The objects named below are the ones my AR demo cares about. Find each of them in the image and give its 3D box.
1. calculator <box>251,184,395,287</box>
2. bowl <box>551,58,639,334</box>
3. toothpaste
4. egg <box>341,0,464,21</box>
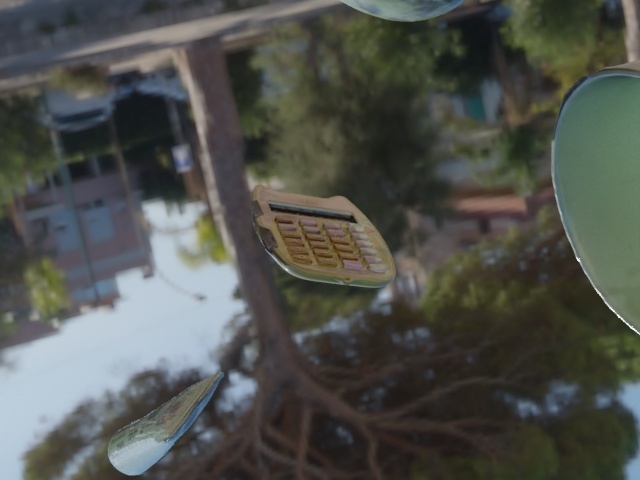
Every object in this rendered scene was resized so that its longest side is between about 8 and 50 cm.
[{"bbox_3d":[0.000,0.000,1.584,0.157,0.033,0.236,9,-158,-18],"label":"calculator"},{"bbox_3d":[0.383,-0.045,1.351,0.163,0.307,0.307,-20,-170,-23],"label":"bowl"},{"bbox_3d":[-0.125,0.149,1.047,0.064,0.041,0.218,-51,-175,-29],"label":"toothpaste"},{"bbox_3d":[0.071,-0.462,1.541,0.345,0.428,0.345,-8,-177,0],"label":"egg"}]
